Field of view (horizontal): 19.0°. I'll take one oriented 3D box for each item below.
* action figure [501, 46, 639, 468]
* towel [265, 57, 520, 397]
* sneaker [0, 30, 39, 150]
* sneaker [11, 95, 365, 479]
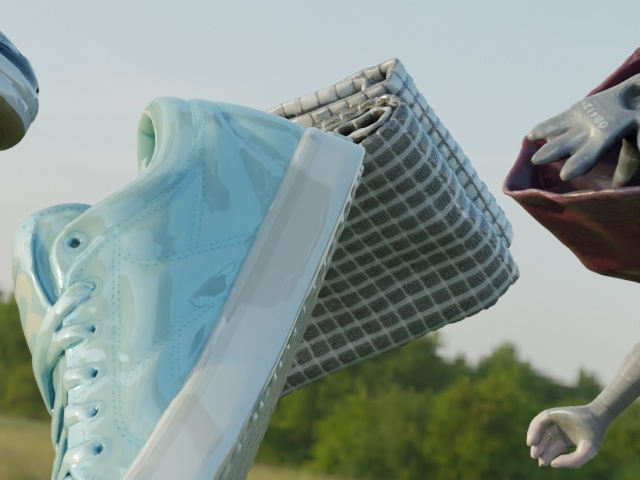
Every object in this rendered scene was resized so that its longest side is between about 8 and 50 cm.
[{"bbox_3d":[0.258,0.022,1.113,0.248,0.275,0.370,19,-26,42],"label":"action figure"},{"bbox_3d":[0.000,0.000,1.644,0.284,0.121,0.235,-25,-49,19],"label":"towel"},{"bbox_3d":[-0.214,-0.158,0.873,0.282,0.153,0.099,28,-22,19],"label":"sneaker"},{"bbox_3d":[-0.097,0.062,0.927,0.150,0.366,0.135,20,-49,4],"label":"sneaker"}]
